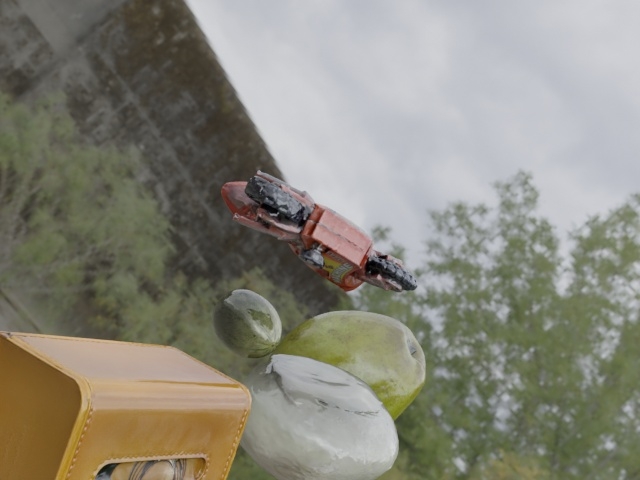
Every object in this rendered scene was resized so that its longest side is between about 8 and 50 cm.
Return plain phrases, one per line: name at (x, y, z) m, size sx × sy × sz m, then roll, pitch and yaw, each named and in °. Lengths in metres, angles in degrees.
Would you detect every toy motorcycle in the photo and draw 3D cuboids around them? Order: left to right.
toy motorcycle at (0.001, -0.001, 1.431) m, size 0.298 × 0.089 × 0.171 m, roll 32°, pitch -6°, yaw -21°

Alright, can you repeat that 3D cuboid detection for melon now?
melon at (-0.113, 0.130, 1.530) m, size 0.130 × 0.098 × 0.098 m, roll 41°, pitch -14°, yaw 44°

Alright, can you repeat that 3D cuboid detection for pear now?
pear at (0.041, 0.258, 1.849) m, size 0.253 × 0.307 × 0.253 m, roll -23°, pitch 90°, yaw -79°

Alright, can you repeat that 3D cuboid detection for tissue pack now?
tissue pack at (-0.222, 0.215, 1.028) m, size 0.145 × 0.194 × 0.274 m, roll 23°, pitch 4°, yaw 32°

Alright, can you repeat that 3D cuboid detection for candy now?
candy at (-0.010, 0.302, 1.566) m, size 0.295 × 0.185 × 0.295 m, roll 22°, pitch 12°, yaw -5°
